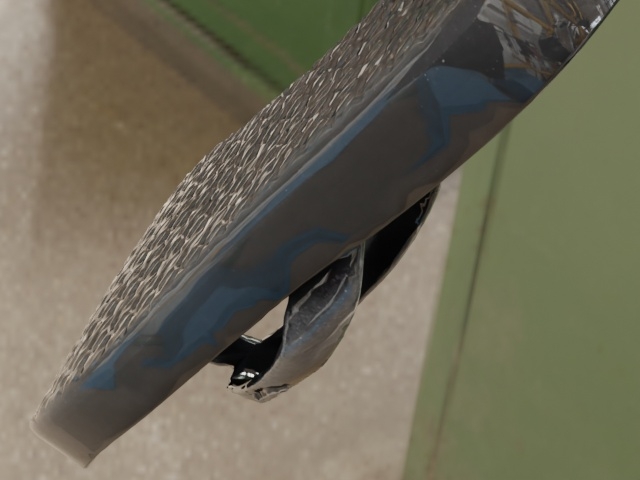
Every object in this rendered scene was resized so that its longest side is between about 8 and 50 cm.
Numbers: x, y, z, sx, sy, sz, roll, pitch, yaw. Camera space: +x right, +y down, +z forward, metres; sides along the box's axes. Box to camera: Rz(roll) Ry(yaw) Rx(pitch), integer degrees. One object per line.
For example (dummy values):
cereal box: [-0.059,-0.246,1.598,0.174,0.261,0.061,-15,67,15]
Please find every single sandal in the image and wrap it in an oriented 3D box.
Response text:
sandal: [0.000,0.000,0.483,0.054,0.254,0.097,38,51,-11]
